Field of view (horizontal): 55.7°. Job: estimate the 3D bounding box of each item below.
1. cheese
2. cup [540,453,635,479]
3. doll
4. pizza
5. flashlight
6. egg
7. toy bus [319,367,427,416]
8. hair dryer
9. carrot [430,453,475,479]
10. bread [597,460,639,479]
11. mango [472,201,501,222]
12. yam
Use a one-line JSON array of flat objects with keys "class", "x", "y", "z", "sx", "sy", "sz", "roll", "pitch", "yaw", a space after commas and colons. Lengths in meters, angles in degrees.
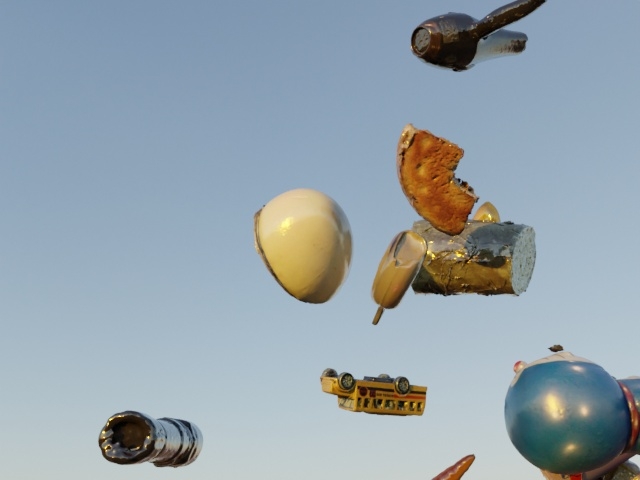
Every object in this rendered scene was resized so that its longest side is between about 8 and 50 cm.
[{"class": "cheese", "x": 0.160, "y": 0.100, "z": 1.370, "sx": 0.082, "sy": 0.163, "sz": 0.286, "roll": 28, "pitch": -36, "yaw": 10}, {"class": "cup", "x": 0.691, "y": 0.486, "z": 1.507, "sx": 0.288, "sy": 0.203, "sz": 0.203, "roll": -16, "pitch": -26, "yaw": -16}, {"class": "doll", "x": 0.380, "y": 0.228, "z": 0.819, "sx": 0.256, "sy": 0.161, "sz": 0.215, "roll": 4, "pitch": -35, "yaw": -8}, {"class": "pizza", "x": 0.263, "y": -0.135, "z": 1.366, "sx": 0.161, "sy": 0.086, "sz": 0.306, "roll": -18, "pitch": -61, "yaw": 19}, {"class": "flashlight", "x": -0.285, "y": 0.357, "z": 1.071, "sx": 0.103, "sy": 0.103, "sz": 0.424, "roll": 2, "pitch": -19, "yaw": -1}, {"class": "egg", "x": -0.002, "y": 0.002, "z": 1.405, "sx": 0.174, "sy": 0.264, "sz": 0.286, "roll": -24, "pitch": -58, "yaw": 32}, {"class": "toy bus", "x": 0.159, "y": 0.464, "z": 1.835, "sx": 0.335, "sy": 0.123, "sz": 0.121, "roll": 12, "pitch": -12, "yaw": -28}, {"class": "hair dryer", "x": 0.374, "y": -0.414, "z": 1.142, "sx": 0.303, "sy": 0.120, "sz": 0.359, "roll": -8, "pitch": -1, "yaw": -31}, {"class": "carrot", "x": 0.193, "y": 0.553, "z": 1.235, "sx": 0.336, "sy": 0.069, "sz": 0.069, "roll": -43, "pitch": -41, "yaw": 5}, {"class": "bread", "x": 0.764, "y": 0.652, "z": 1.617, "sx": 0.222, "sy": 0.182, "sz": 0.096, "roll": 36, "pitch": 6, "yaw": 38}, {"class": "mango", "x": 0.591, "y": 0.015, "z": 2.215, "sx": 0.119, "sy": 0.176, "sz": 0.317, "roll": 0, "pitch": -68, "yaw": -23}, {"class": "yam", "x": 0.407, "y": 0.050, "z": 1.685, "sx": 0.347, "sy": 0.241, "sz": 0.241, "roll": 0, "pitch": -26, "yaw": 35}]
